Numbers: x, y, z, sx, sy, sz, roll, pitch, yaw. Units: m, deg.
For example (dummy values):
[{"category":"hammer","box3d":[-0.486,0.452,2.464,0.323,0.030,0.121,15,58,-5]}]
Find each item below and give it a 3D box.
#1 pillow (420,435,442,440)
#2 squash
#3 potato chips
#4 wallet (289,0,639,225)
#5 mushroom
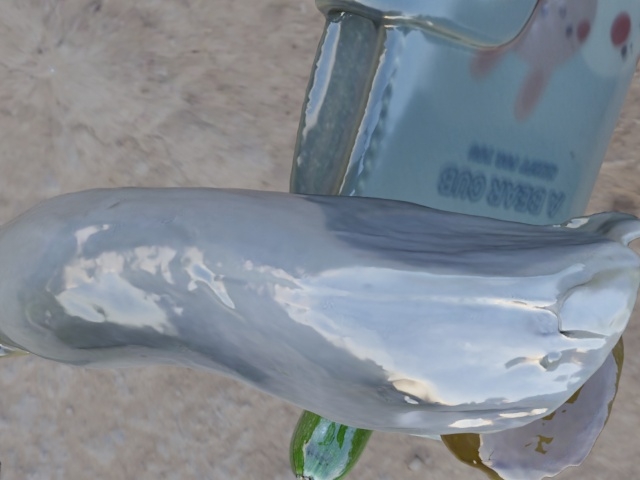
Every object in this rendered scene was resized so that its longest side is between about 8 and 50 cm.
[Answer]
[{"category":"pillow","box3d":[0.147,0.256,1.939,0.051,0.229,0.128,-34,116,-37]},{"category":"squash","box3d":[0.034,0.144,1.173,0.219,0.068,0.077,-52,126,-42]},{"category":"potato chips","box3d":[0.169,0.100,1.016,0.150,0.049,0.202,17,81,29]},{"category":"wallet","box3d":[0.105,-0.140,0.684,0.252,0.083,0.360,10,101,-44]},{"category":"mushroom","box3d":[-0.032,0.023,0.562,0.109,0.351,0.097,65,37,-48]}]
